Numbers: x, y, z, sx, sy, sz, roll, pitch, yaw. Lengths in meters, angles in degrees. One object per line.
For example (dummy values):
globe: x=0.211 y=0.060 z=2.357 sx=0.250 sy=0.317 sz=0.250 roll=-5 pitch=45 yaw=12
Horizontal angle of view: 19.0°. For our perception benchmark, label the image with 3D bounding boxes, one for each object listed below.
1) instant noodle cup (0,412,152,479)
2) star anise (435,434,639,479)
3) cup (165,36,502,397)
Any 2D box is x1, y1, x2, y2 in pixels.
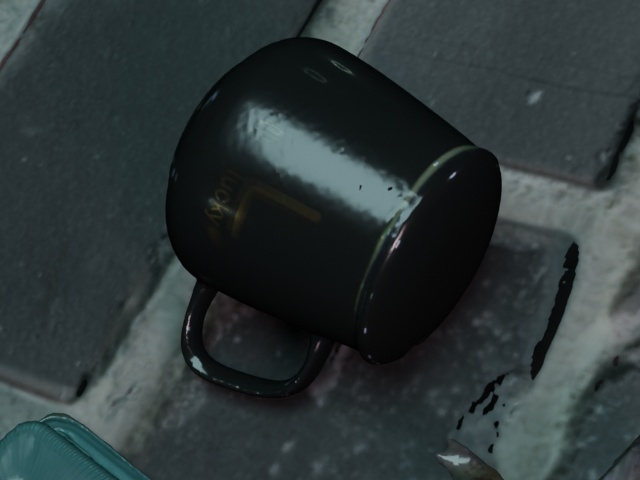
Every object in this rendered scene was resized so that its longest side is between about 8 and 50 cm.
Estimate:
instant noodle cup: x=-0.171 y=0.191 z=1.134 sx=0.157 sy=0.070 sz=0.179 roll=33 pitch=69 yaw=28
star anise: x=0.107 y=0.231 z=1.016 sx=0.359 sy=0.139 sz=0.316 roll=12 pitch=52 yaw=39
cup: x=0.000 y=0.000 z=1.177 sx=0.176 sy=0.169 sz=0.223 roll=29 pitch=103 yaw=20
